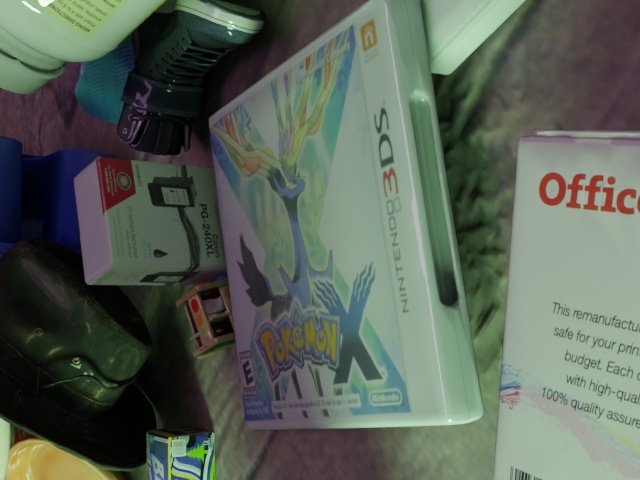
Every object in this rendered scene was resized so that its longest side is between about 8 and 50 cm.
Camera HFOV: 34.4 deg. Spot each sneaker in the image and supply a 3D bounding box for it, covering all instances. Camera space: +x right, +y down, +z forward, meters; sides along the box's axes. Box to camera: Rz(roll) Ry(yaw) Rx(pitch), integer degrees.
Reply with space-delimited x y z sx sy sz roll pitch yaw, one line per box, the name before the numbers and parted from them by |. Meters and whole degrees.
sneaker | -0.224 -0.216 1.155 0.228 0.088 0.092 107 178 -56
sneaker | -0.130 -0.158 1.011 0.226 0.086 0.163 24 102 61

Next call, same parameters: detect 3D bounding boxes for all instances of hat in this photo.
hat | -0.276 0.086 1.087 0.134 0.331 0.331 -51 44 10

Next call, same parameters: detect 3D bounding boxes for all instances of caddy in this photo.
caddy | -0.393 -0.031 1.284 0.341 0.241 0.179 6 88 56

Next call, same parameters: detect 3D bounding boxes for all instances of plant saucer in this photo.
plant saucer | -0.287 0.307 1.224 0.200 0.037 0.199 15 123 24

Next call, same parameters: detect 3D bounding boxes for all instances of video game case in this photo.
video game case | 0.000 0.000 0.830 0.329 0.036 0.299 -21 75 61

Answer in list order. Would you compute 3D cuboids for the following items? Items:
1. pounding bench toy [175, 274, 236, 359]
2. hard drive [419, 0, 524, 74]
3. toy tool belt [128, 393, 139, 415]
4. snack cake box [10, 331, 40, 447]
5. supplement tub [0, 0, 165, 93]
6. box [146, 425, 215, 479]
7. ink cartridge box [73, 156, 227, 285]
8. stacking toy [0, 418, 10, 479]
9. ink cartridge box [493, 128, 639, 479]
pounding bench toy | -0.108 0.075 1.005 0.083 0.052 0.065 -35 73 51
hard drive | 0.133 -0.280 0.668 0.307 0.040 0.203 -43 55 47
toy tool belt | -0.230 0.225 1.214 0.051 0.052 0.083 -80 8 -70
snack cake box | -0.359 0.184 1.364 0.152 0.089 0.264 -55 47 39
supplement tub | -0.208 -0.307 0.906 0.325 0.235 0.235 -39 53 14
box | -0.144 0.280 1.068 0.059 0.054 0.168 -5 85 56
ink cartridge box | -0.151 -0.016 0.996 0.063 0.151 0.109 -32 64 48
stacking toy | -0.513 0.240 1.271 0.480 0.351 0.350 111 154 -81
ink cartridge box | 0.193 0.089 0.501 0.201 0.117 0.278 11 99 56
